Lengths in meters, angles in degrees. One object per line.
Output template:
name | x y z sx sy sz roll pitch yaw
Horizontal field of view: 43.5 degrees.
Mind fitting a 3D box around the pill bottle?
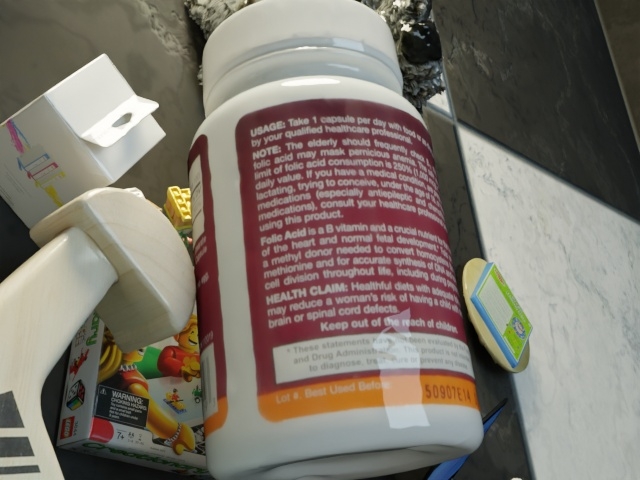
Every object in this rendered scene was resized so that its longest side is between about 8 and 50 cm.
pill bottle | 0.000 0.000 0.706 0.224 0.224 0.392 19 57 -47

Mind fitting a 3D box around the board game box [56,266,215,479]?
board game box | -0.107 0.137 0.805 0.305 0.053 0.193 29 51 -42

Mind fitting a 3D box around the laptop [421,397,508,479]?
laptop | 0.182 0.368 0.997 0.234 0.136 0.264 -16 85 -55

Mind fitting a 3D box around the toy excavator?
toy excavator | -0.199 0.199 0.485 0.433 0.222 0.445 -14 84 -53

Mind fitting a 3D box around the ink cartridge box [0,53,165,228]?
ink cartridge box | -0.217 -0.089 0.703 0.090 0.143 0.092 54 36 -19

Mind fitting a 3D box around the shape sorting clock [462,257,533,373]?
shape sorting clock | 0.299 0.128 1.369 0.206 0.040 0.206 30 47 -38

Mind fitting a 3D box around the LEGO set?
LEGO set | -0.113 -0.039 0.888 0.132 0.107 0.287 31 42 8

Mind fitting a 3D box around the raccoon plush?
raccoon plush | 0.001 -0.210 1.100 0.446 0.299 0.216 75 0 -54

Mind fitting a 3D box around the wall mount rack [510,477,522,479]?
wall mount rack | 0.043 0.301 0.711 0.130 0.350 0.304 85 29 -61
